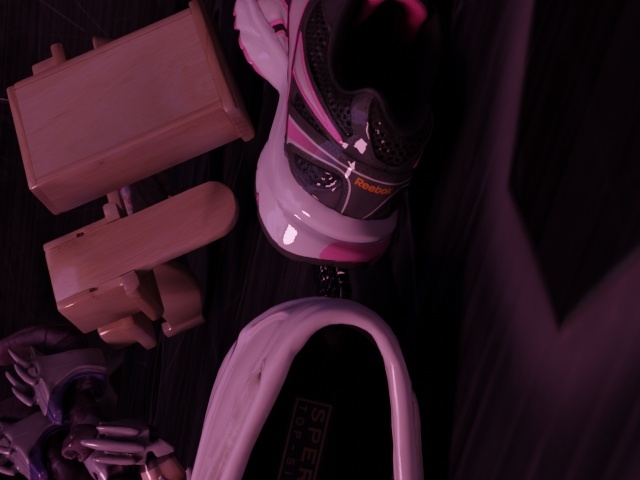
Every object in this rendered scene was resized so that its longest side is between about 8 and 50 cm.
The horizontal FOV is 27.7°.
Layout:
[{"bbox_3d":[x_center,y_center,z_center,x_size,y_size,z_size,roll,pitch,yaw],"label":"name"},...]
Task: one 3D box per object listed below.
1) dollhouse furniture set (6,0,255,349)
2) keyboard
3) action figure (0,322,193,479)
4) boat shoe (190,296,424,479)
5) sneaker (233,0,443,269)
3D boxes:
[{"bbox_3d":[-0.103,-0.021,1.135,0.355,0.174,0.303,58,-169,-59],"label":"dollhouse furniture set"},{"bbox_3d":[0.000,0.000,0.570,0.192,0.038,0.100,-102,22,-59],"label":"keyboard"},{"bbox_3d":[-0.156,0.179,0.935,0.285,0.099,0.185,38,125,42],"label":"action figure"},{"bbox_3d":[-0.013,0.149,0.411,0.088,0.096,0.267,129,154,-80],"label":"boat shoe"},{"bbox_3d":[0.016,-0.077,0.492,0.077,0.072,0.178,-55,34,42],"label":"sneaker"}]
